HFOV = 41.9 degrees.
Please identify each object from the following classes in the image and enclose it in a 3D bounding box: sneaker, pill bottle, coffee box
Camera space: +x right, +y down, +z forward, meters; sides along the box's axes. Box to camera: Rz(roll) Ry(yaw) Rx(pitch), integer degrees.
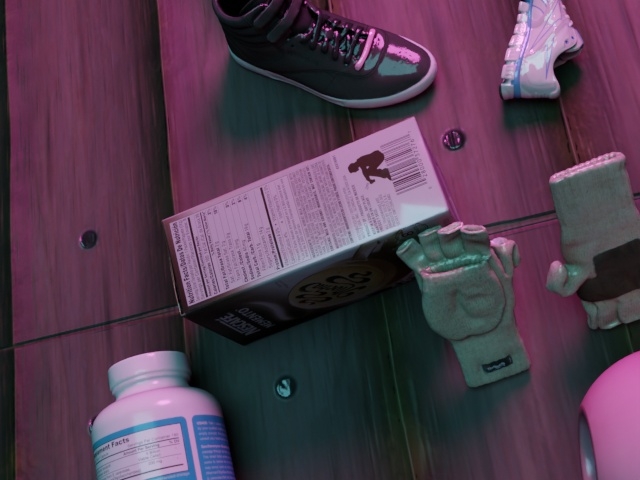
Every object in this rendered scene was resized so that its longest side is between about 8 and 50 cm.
[{"bbox_3d":[0.267,-0.249,0.971,0.083,0.071,0.190,12,86,15],"label":"sneaker"},{"bbox_3d":[-0.166,0.259,0.907,0.146,0.146,0.264,-19,67,12],"label":"pill bottle"},{"bbox_3d":[-0.008,-0.249,1.015,0.296,0.147,0.104,18,78,22],"label":"sneaker"},{"bbox_3d":[0.000,0.000,0.921,0.297,0.168,0.118,-22,67,12],"label":"coffee box"}]

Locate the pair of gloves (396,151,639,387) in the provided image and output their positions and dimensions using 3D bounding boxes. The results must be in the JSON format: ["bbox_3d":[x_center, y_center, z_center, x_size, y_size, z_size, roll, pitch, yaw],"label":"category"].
[{"bbox_3d":[0.218,0.032,0.838,0.240,0.204,0.042,-27,31,12],"label":"pair of gloves"}]

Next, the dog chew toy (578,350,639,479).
[{"bbox_3d":[0.399,0.186,0.715,0.332,0.206,0.206,-5,71,9],"label":"dog chew toy"}]
